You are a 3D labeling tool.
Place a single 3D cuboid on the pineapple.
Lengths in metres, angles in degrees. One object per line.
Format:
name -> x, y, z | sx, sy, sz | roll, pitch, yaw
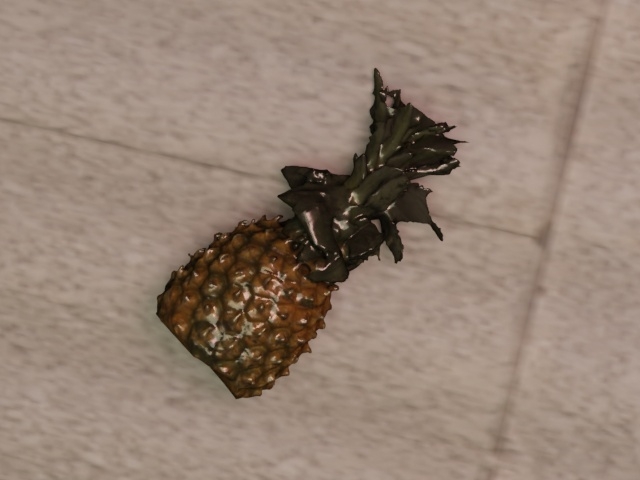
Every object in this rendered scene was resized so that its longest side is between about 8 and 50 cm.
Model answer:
pineapple -> 0.000, 0.000, 1.410 | 0.125, 0.125, 0.251 | 44, 96, -5
